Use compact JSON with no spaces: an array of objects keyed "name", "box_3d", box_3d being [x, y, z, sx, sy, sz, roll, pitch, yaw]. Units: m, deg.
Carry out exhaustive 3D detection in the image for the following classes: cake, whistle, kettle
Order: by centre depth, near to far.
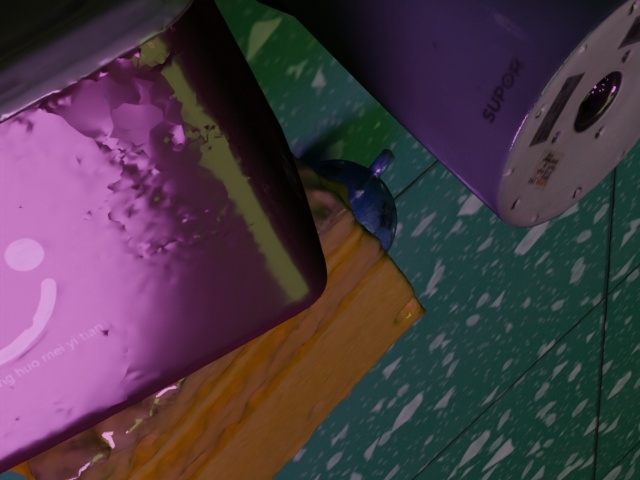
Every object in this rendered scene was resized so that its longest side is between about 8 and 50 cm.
[{"name":"kettle","box_3d":[0.076,-0.162,0.985,0.160,0.243,0.210,-16,141,-51]},{"name":"cake","box_3d":[-0.096,0.029,0.995,0.227,0.222,0.286,-47,158,-2]},{"name":"whistle","box_3d":[0.000,0.000,1.264,0.158,0.090,0.090,-52,154,7]}]

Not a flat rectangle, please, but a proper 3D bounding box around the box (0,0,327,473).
[{"name":"box","box_3d":[-0.147,-0.018,0.752,0.294,0.193,0.167,-27,124,6]}]
